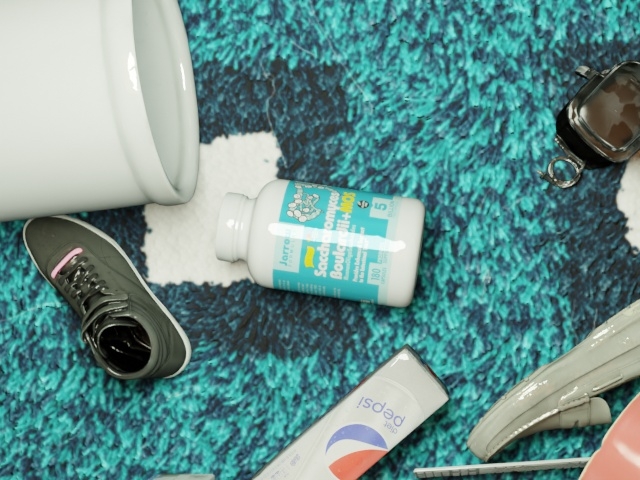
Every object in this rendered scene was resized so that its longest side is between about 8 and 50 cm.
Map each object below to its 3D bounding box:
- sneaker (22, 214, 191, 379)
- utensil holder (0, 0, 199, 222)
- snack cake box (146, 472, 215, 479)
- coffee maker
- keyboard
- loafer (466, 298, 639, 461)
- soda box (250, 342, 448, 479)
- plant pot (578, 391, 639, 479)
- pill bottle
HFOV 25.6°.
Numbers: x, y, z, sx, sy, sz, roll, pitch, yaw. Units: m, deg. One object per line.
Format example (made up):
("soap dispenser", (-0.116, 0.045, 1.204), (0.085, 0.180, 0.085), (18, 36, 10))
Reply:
("sneaker", (-0.297, 0.072, 1.872), (0.104, 0.147, 0.296), (-45, 86, 6))
("utensil holder", (-0.377, -0.182, 1.793), (0.385, 0.327, 0.327), (-8, 90, 8))
("snack cake box", (-0.195, 0.452, 1.867), (0.089, 0.152, 0.264), (0, 91, 7))
("coffee maker", (0.362, -0.141, 1.793), (0.120, 0.178, 0.171), (21, 93, 5))
("keyboard", (0.252, 0.301, 1.865), (0.256, 0.072, 0.014), (-5, 79, 5))
("loafer", (0.337, 0.199, 1.835), (0.319, 0.112, 0.111), (-36, 79, 4))
("soda box", (0.036, 0.264, 1.871), (0.286, 0.098, 0.091), (-41, 88, 4))
("plant pot", (0.446, 0.312, 1.659), (0.243, 0.275, 0.275), (33, 94, 23))
("pill bottle", (0.000, 0.000, 1.844), (0.264, 0.146, 0.146), (8, 92, 5))
